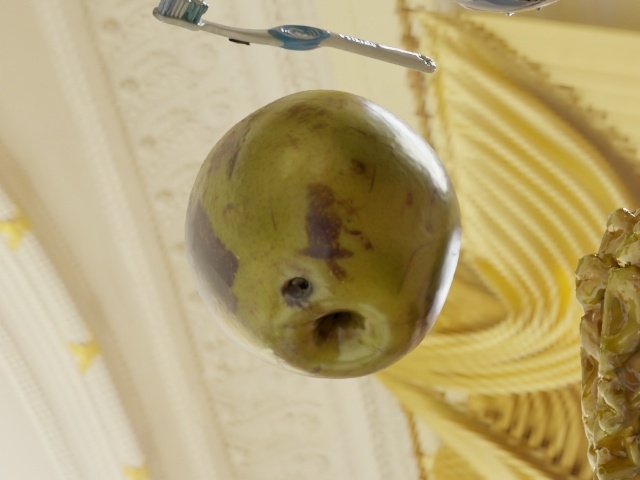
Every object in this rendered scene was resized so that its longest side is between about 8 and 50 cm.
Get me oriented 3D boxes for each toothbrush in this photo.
[{"bbox_3d":[-0.020,-0.221,1.829,0.386,0.040,0.040,9,-87,-38],"label":"toothbrush"}]

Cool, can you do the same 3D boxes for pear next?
[{"bbox_3d":[0.000,0.000,1.549,0.283,0.283,0.284,-25,-59,-51],"label":"pear"}]

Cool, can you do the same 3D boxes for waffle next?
[{"bbox_3d":[0.328,0.111,1.244,0.151,0.261,0.324,23,-119,-80],"label":"waffle"}]

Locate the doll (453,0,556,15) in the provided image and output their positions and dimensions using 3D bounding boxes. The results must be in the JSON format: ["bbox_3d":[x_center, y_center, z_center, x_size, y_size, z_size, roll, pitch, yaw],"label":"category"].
[{"bbox_3d":[0.193,-0.317,1.419,0.240,0.310,0.284,68,-164,-45],"label":"doll"}]
